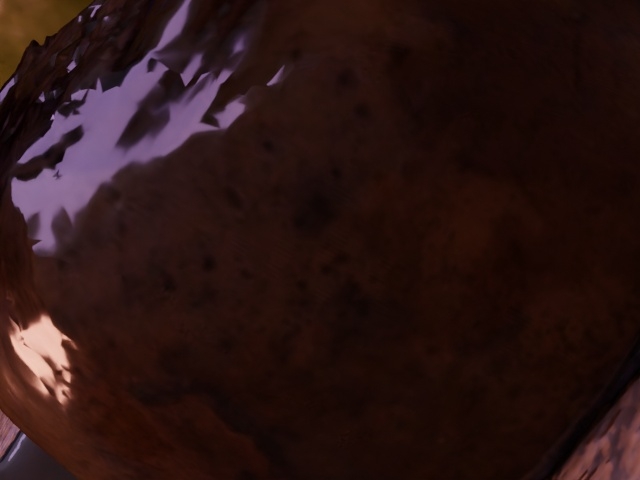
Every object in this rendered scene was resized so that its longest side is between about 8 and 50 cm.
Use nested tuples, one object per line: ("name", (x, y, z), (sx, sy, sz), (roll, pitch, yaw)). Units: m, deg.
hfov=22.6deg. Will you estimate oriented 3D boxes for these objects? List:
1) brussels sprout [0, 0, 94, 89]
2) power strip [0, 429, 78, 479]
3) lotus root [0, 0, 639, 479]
("brussels sprout", (-0.132, -0.246, 1.164), (0.361, 0.425, 0.342), (-16, -76, -81))
("power strip", (-0.140, 0.151, 0.703), (0.265, 0.193, 0.059), (-61, 11, -26))
("lotus root", (-0.018, -0.025, 0.587), (0.272, 0.192, 0.272), (-40, 34, 34))
